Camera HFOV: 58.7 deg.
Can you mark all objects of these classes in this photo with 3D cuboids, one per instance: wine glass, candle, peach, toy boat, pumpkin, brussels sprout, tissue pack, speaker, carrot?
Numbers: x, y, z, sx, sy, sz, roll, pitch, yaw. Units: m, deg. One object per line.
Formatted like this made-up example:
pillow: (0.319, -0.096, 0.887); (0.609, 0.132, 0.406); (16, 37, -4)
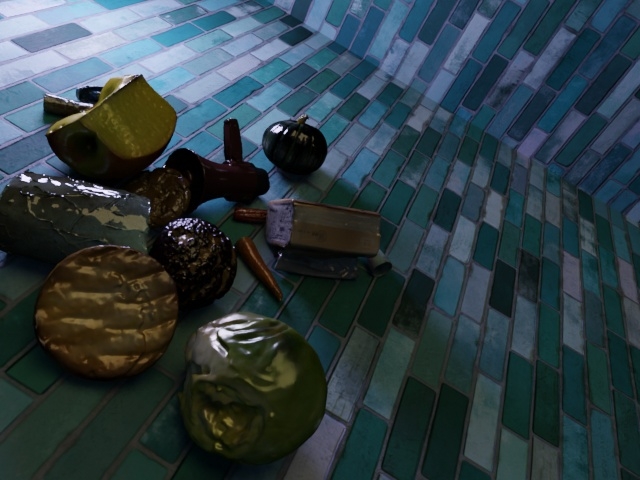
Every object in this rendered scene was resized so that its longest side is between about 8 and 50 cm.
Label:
wine glass: (0.172, 0.043, 1.896); (0.074, 0.073, 0.155); (2, 42, -32)
candle: (-0.128, -0.076, 1.846); (0.330, 0.048, 0.051); (5, 52, -29)
peach: (-0.584, -0.319, 1.647); (0.242, 0.307, 0.380); (52, 40, -29)
toy boat: (-0.743, -0.485, 1.896); (0.061, 0.060, 0.137); (31, 26, 34)
pumpkin: (-0.089, -0.354, 2.065); (0.250, 0.216, 0.250); (18, 12, -4)
brussels sprout: (-0.144, 0.303, 1.217); (0.345, 0.268, 0.344); (12, 40, -10)
tissue pack: (0.000, 0.000, 1.748); (0.306, 0.238, 0.238); (8, 42, -27)
speaker: (-0.325, -0.226, 1.781); (0.330, 0.198, 0.259); (-17, 74, -53)
carrot: (-0.166, 0.087, 1.635); (0.057, 0.057, 0.224); (-16, 60, -44)

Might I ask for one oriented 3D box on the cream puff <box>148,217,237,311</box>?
cream puff: (-0.307, 0.062, 1.408); (0.165, 0.238, 0.239); (15, 31, 24)

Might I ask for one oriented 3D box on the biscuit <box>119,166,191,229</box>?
biscuit: (-0.470, -0.121, 1.597); (0.226, 0.042, 0.225); (-2, 54, 3)

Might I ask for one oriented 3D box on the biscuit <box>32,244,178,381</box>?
biscuit: (-0.456, 0.155, 1.232); (0.297, 0.102, 0.295); (3, 82, -20)

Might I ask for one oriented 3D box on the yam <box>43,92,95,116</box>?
yam: (-0.735, -0.407, 1.816); (0.274, 0.061, 0.061); (10, 41, -26)

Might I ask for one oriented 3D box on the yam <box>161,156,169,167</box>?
yam: (-0.486, -0.224, 1.794); (0.033, 0.027, 0.129); (-7, 37, 16)

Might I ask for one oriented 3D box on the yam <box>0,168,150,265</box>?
yam: (-0.570, -0.028, 1.367); (0.349, 0.240, 0.240); (16, 39, -15)
